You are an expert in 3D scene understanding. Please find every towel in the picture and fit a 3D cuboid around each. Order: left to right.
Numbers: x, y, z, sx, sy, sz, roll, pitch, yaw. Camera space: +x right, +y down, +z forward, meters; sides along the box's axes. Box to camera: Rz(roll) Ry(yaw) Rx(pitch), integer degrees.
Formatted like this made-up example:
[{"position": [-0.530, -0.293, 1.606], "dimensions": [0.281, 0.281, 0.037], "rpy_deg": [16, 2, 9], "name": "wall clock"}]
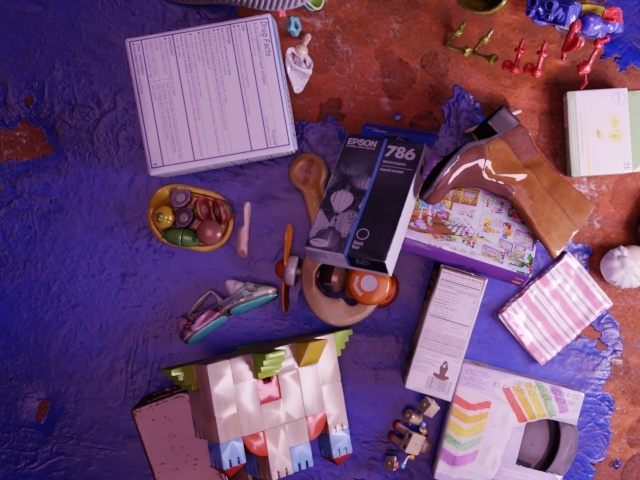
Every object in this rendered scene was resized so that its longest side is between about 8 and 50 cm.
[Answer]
[{"position": [0.474, 0.138, 1.887], "dimensions": [0.197, 0.029, 0.144], "rpy_deg": [-41, 91, 2], "name": "towel"}]

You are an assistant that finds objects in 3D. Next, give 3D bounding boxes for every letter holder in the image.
[{"position": [-0.214, 0.427, 1.848], "dimensions": [0.214, 0.152, 0.302], "rpy_deg": [-19, 91, 0], "name": "letter holder"}]

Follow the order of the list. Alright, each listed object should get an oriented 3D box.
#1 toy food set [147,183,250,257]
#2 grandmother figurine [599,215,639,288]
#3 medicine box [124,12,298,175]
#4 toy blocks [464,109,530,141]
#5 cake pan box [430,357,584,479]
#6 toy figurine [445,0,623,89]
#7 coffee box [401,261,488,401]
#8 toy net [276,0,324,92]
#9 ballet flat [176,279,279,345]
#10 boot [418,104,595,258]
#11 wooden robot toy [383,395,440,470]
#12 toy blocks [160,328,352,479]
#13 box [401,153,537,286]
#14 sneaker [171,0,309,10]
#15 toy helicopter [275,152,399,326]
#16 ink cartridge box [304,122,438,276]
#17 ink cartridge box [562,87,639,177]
[{"position": [-0.245, -0.041, 1.871], "dimensions": [0.217, 0.071, 0.128], "rpy_deg": [11, 92, 0], "name": "toy food set"}, {"position": [0.713, -0.010, 1.851], "dimensions": [0.342, 0.104, 0.208], "rpy_deg": [-31, 64, 4], "name": "grandmother figurine"}, {"position": [-0.207, -0.276, 1.825], "dimensions": [0.289, 0.149, 0.264], "rpy_deg": [-10, 91, 1], "name": "medicine box"}, {"position": [0.368, -0.171, 1.867], "dimensions": [0.123, 0.054, 0.148], "rpy_deg": [-21, 92, 1], "name": "toy blocks"}, {"position": [0.377, 0.387, 1.879], "dimensions": [0.266, 0.070, 0.246], "rpy_deg": [15, 94, 0], "name": "cake pan box"}, {"position": [0.454, -0.415, 1.826], "dimensions": [0.362, 0.217, 0.191], "rpy_deg": [25, 111, 43], "name": "toy figurine"}, {"position": [0.240, 0.174, 1.837], "dimensions": [0.098, 0.141, 0.247], "rpy_deg": [17, 91, 1], "name": "coffee box"}, {"position": [-0.041, -0.409, 1.834], "dimensions": [0.045, 0.122, 0.232], "rpy_deg": [-3, 85, 31], "name": "toy net"}, {"position": [-0.193, 0.128, 1.882], "dimensions": [0.221, 0.077, 0.079], "rpy_deg": [-29, 72, 2], "name": "ballet flat"}, {"position": [0.354, -0.076, 1.784], "dimensions": [0.264, 0.096, 0.280], "rpy_deg": [-42, 94, -25], "name": "boot"}, {"position": [0.194, 0.398, 1.894], "dimensions": [0.079, 0.076, 0.173], "rpy_deg": [25, 92, -35], "name": "wooden robot toy"}, {"position": [-0.095, 0.333, 1.792], "dimensions": [0.381, 0.190, 0.261], "rpy_deg": [-10, 91, -36], "name": "toy blocks"}, {"position": [0.281, -0.047, 1.827], "dimensions": [0.293, 0.057, 0.201], "rpy_deg": [18, 63, 0], "name": "box"}, {"position": [-0.166, -0.532, 1.775], "dimensions": [0.365, 0.135, 0.150], "rpy_deg": [11, 83, 26], "name": "sneaker"}, {"position": [0.000, 0.000, 1.861], "dimensions": [0.234, 0.140, 0.355], "rpy_deg": [-19, 81, 10], "name": "toy helicopter"}, {"position": [0.101, -0.100, 1.775], "dimensions": [0.165, 0.065, 0.333], "rpy_deg": [9, 62, 21], "name": "ink cartridge box"}, {"position": [0.606, -0.217, 1.863], "dimensions": [0.235, 0.056, 0.171], "rpy_deg": [-4, 91, 3], "name": "ink cartridge box"}]
